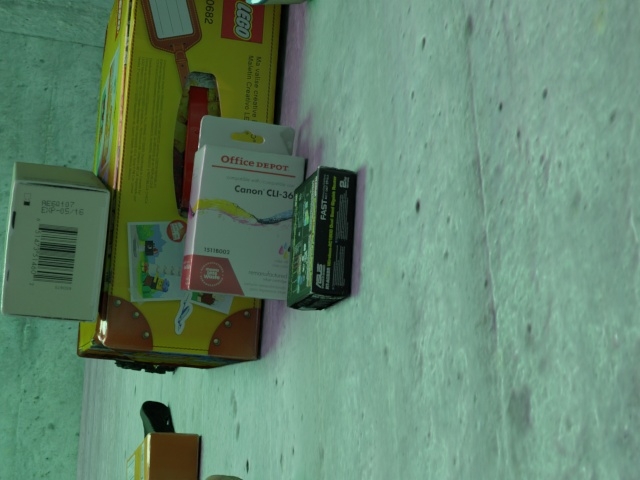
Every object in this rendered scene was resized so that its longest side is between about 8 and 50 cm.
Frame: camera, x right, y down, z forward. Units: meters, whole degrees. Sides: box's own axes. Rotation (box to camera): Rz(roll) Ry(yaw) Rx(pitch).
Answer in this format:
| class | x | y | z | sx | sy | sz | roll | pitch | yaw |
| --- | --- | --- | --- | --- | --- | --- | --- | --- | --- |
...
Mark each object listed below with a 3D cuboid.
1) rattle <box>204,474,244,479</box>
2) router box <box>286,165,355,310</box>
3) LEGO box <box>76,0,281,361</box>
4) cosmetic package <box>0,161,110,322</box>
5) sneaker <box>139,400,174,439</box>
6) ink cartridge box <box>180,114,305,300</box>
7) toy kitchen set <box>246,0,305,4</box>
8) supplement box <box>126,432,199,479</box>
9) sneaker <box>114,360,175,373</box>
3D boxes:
| class | x | y | z | sx | sy | sz | roll | pitch | yaw |
| --- | --- | --- | --- | --- | --- | --- | --- | --- | --- |
| rattle | -0.040 | 0.305 | 1.201 | 0.200 | 0.142 | 0.130 | 63 | -169 | -45 |
| router box | 0.000 | 0.000 | 1.160 | 0.092 | 0.038 | 0.123 | 144 | 131 | -71 |
| LEGO box | -0.196 | -0.090 | 1.628 | 0.372 | 0.193 | 0.501 | 155 | 120 | -73 |
| cosmetic package | -0.333 | -0.006 | 1.515 | 0.309 | 0.113 | 0.160 | -147 | 64 | -75 |
| sneaker | -0.276 | 0.338 | 2.024 | 0.170 | 0.051 | 0.089 | -129 | 52 | -65 |
| ink cartridge box | -0.083 | -0.038 | 1.340 | 0.067 | 0.115 | 0.198 | 169 | 107 | -75 |
| toy kitchen set | -0.083 | -0.380 | 1.365 | 0.166 | 0.122 | 0.207 | 42 | 128 | 40 |
| supplement box | -0.240 | 0.345 | 1.836 | 0.233 | 0.078 | 0.080 | 132 | 139 | -66 |
| sneaker | -0.270 | 0.097 | 1.951 | 0.343 | 0.134 | 0.146 | 125 | 149 | -62 |
